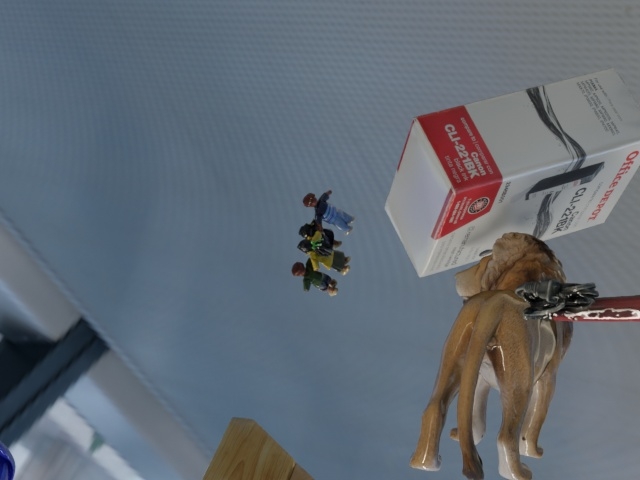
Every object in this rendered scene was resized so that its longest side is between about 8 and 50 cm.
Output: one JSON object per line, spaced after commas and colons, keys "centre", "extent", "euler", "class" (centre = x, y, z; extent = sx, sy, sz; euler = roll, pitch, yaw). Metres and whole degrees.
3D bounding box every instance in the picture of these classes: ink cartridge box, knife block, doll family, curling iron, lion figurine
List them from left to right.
{"centre": [-0.110, 0.321, 1.261], "extent": [0.276, 0.242, 0.088], "euler": [35, 132, 48], "class": "knife block"}
{"centre": [0.000, 0.000, 2.082], "extent": [0.111, 0.193, 0.076], "euler": [28, 136, -29], "class": "doll family"}
{"centre": [0.191, 0.109, 1.220], "extent": [0.142, 0.240, 0.392], "euler": [12, -178, 8], "class": "lion figurine"}
{"centre": [0.235, -0.081, 1.419], "extent": [0.197, 0.273, 0.114], "euler": [104, 145, -58], "class": "ink cartridge box"}
{"centre": [0.293, 0.055, 0.956], "extent": [0.274, 0.035, 0.068], "euler": [2, 173, 16], "class": "curling iron"}

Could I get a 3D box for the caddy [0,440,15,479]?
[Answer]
{"centre": [-0.500, 0.282, 1.294], "extent": [0.341, 0.179, 0.241], "euler": [-19, 139, 23], "class": "caddy"}
